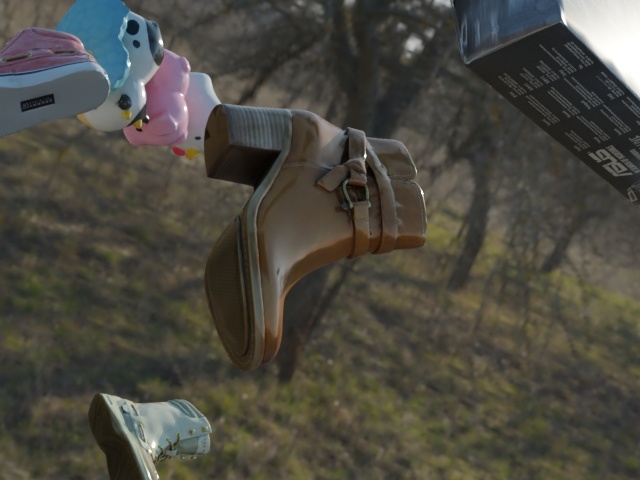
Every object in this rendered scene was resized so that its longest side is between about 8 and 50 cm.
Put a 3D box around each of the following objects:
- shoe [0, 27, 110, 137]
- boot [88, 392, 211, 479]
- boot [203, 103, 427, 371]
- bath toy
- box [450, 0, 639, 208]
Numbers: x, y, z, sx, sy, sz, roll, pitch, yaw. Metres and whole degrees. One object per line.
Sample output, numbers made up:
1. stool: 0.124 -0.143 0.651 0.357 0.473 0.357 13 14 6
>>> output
1. shoe: -0.287 -0.142 1.133 0.178 0.063 0.081 -15 43 -23
2. boot: -0.226 0.302 1.790 0.165 0.077 0.213 8 32 -37
3. boot: 0.000 0.000 1.232 0.220 0.109 0.283 9 56 -26
4. bath toy: -0.211 -0.183 1.587 0.129 0.151 0.348 36 2 22
5. box: 0.193 -0.186 0.947 0.077 0.242 0.307 -22 -28 29
